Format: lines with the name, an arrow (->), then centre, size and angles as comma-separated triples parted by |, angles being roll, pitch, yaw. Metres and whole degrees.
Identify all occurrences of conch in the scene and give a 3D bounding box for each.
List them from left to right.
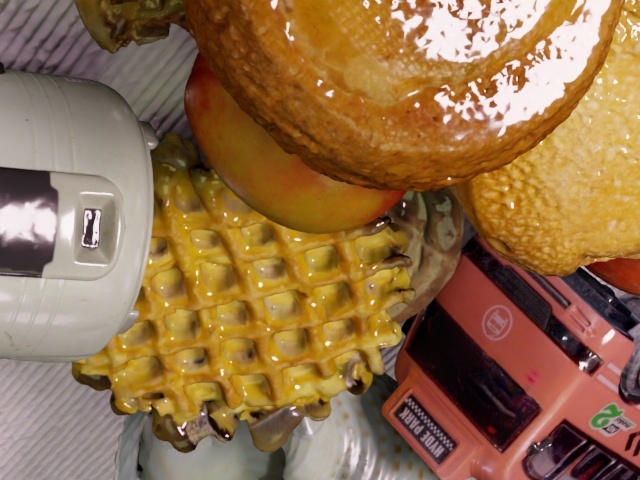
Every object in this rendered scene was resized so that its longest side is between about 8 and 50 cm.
conch -> -0.031, 0.208, 1.796 | 0.303, 0.215, 0.319 | -13, 111, 17

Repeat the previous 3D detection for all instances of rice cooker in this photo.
rice cooker -> -0.248, -0.023, 1.338 | 0.244, 0.226, 0.226 | 7, 143, -24

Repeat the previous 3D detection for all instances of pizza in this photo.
pizza -> -0.099, -0.189, 1.289 | 0.134, 0.046, 0.175 | -4, 147, -16

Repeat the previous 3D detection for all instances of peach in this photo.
peach -> -0.006, -0.096, 1.361 | 0.197, 0.197, 0.197 | -10, 149, -6

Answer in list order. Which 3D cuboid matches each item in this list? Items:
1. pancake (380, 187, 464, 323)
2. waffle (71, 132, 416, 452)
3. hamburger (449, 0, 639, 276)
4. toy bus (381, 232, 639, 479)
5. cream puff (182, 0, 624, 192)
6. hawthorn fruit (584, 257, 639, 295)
pancake -> 0.000, -0.001, 1.595 | 0.250, 0.031, 0.250 | -8, 132, -9
waffle -> -0.076, 0.048, 1.550 | 0.329, 0.062, 0.329 | -3, 129, -4
hamburger -> 0.227, -0.107, 1.395 | 0.290, 0.170, 0.314 | -3, 126, -8
toy bus -> 0.249, 0.153, 1.769 | 0.233, 0.203, 0.427 | -49, 141, 7
cream puff -> 0.046, -0.179, 1.173 | 0.303, 0.303, 0.212 | -2, -171, -18
hawthorn fruit -> 0.286, -0.030, 1.589 | 0.173, 0.173, 0.173 | -10, 149, -6
